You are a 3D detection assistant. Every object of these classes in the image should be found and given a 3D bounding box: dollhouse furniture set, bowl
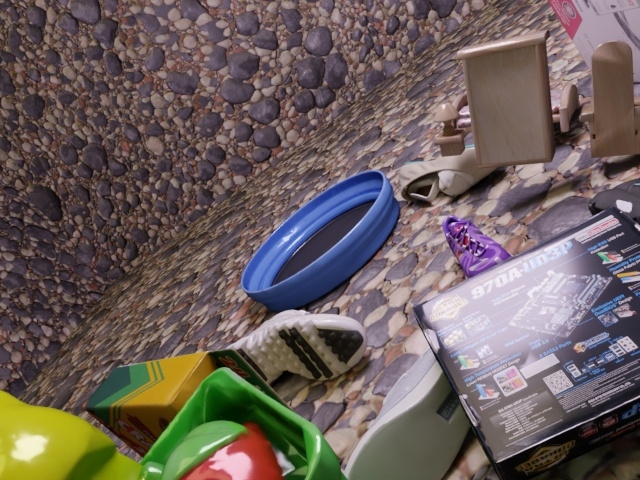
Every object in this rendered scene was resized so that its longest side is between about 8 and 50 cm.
[{"bbox_3d":[0.351,-0.263,0.862,0.303,0.173,0.355,0,27,32],"label":"dollhouse furniture set"},{"bbox_3d":[0.000,0.000,1.164,0.391,0.077,0.391,-35,19,13],"label":"bowl"}]

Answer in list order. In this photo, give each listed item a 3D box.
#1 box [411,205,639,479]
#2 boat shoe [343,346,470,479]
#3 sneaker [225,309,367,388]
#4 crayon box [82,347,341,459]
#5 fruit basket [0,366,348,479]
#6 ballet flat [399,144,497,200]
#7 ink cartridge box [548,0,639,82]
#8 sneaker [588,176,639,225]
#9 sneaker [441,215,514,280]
[{"bbox_3d":[0.211,0.080,0.461,0.220,0.051,0.175,-28,37,4],"label":"box"},{"bbox_3d":[0.105,0.179,0.553,0.227,0.079,0.081,-46,0,-15],"label":"boat shoe"},{"bbox_3d":[-0.034,0.151,0.841,0.292,0.110,0.118,-20,17,45],"label":"sneaker"},{"bbox_3d":[-0.152,0.241,0.684,0.319,0.202,0.081,-21,26,46],"label":"crayon box"},{"bbox_3d":[-0.172,0.249,0.393,0.392,0.392,0.283,-46,19,-20],"label":"fruit basket"},{"bbox_3d":[0.231,-0.114,1.003,0.086,0.086,0.248,-47,18,-22],"label":"ballet flat"},{"bbox_3d":[0.499,-0.352,0.803,0.117,0.207,0.283,-40,17,4],"label":"ink cartridge box"},{"bbox_3d":[0.348,-0.016,0.476,0.106,0.101,0.267,-34,19,8],"label":"sneaker"},{"bbox_3d":[0.206,0.010,0.742,0.068,0.071,0.170,-39,19,3],"label":"sneaker"}]
